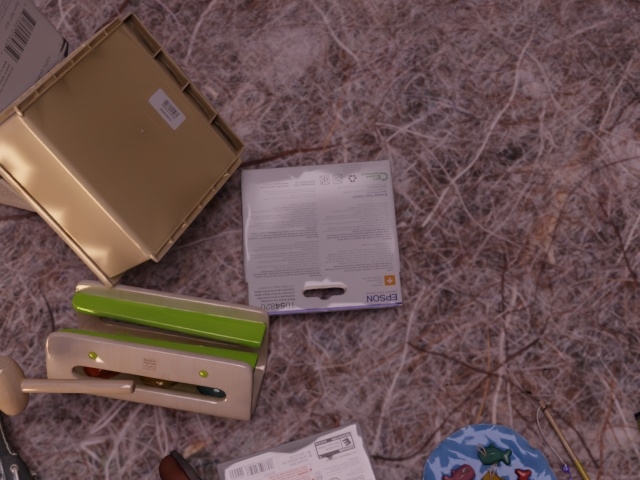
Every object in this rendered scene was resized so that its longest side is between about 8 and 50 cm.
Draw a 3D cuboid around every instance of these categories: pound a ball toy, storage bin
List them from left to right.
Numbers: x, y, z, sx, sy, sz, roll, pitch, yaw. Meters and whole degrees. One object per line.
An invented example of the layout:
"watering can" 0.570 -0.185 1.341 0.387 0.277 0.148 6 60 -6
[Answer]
"storage bin" -0.268 -0.128 1.335 0.262 0.123 0.260 49 48 -17
"pound a ball toy" -0.242 0.176 1.301 0.319 0.136 0.208 8 35 4

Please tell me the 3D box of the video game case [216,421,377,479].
"video game case" -0.017 0.355 1.311 0.201 0.023 0.183 -16 71 -6

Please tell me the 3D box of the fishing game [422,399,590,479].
"fishing game" 0.223 0.332 1.306 0.264 0.041 0.189 -22 69 -6

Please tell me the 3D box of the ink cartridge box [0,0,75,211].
"ink cartridge box" -0.452 -0.206 1.359 0.129 0.307 0.223 12 70 23

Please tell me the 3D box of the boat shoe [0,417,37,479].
"boat shoe" -0.422 0.336 1.303 0.099 0.116 0.319 8 54 -42

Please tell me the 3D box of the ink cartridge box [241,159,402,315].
"ink cartridge box" 0.000 0.000 1.424 0.223 0.045 0.224 -3 71 0

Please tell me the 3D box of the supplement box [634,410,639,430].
"supplement box" 0.461 0.255 1.305 0.056 0.083 0.083 -12 71 -4

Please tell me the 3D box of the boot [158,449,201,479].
"boot" -0.243 0.429 1.245 0.280 0.096 0.264 -23 71 -8
